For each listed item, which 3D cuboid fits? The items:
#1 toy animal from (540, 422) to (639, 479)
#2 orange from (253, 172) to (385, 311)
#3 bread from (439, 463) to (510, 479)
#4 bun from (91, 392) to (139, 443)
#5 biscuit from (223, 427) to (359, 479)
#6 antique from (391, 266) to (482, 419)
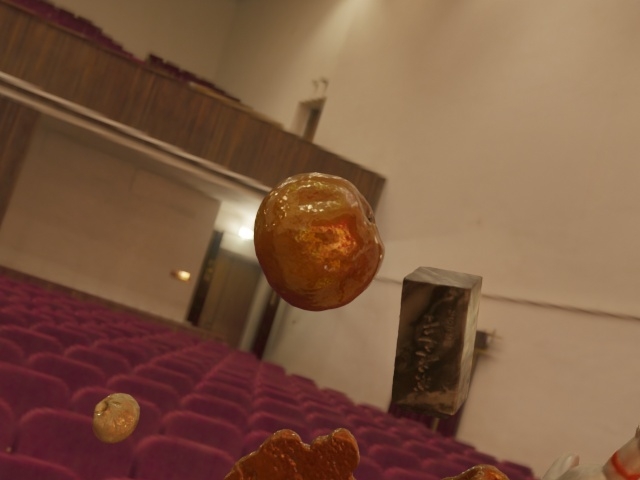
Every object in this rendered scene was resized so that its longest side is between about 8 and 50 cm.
[{"bbox_3d":[0.300,0.311,1.092,0.282,0.140,0.138,-35,-19,24],"label":"toy animal"},{"bbox_3d":[0.000,0.000,1.884,0.235,0.279,0.279,-16,-20,17],"label":"orange"},{"bbox_3d":[0.305,0.545,1.990,0.139,0.077,0.271,47,-37,2],"label":"bread"},{"bbox_3d":[-0.333,0.281,1.547,0.086,0.086,0.055,12,-25,34],"label":"bun"},{"bbox_3d":[-0.054,0.508,1.875,0.269,0.376,0.051,38,14,-2],"label":"biscuit"},{"bbox_3d":[0.150,0.134,1.247,0.088,0.182,0.086,9,12,20],"label":"antique"}]
